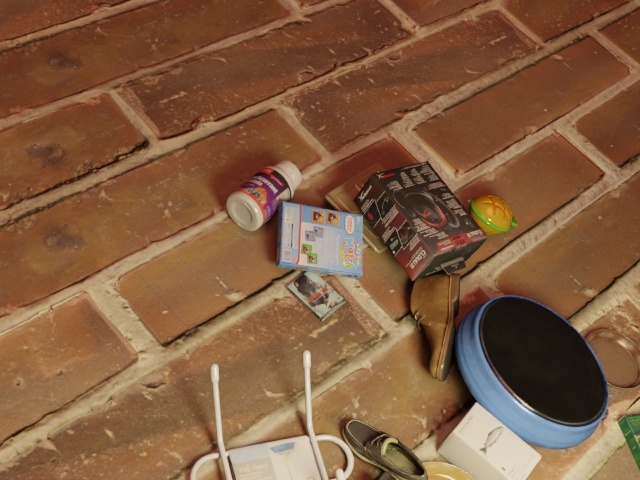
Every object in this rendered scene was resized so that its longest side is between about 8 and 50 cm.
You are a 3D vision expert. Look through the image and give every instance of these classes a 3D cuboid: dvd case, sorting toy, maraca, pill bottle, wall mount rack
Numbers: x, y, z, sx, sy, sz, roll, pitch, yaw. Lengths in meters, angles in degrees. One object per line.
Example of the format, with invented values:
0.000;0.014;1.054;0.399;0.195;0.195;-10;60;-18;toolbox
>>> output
-0.010;0.129;2.110;0.119;0.013;0.087;43;53;15;dvd case
0.179;-0.050;2.298;0.229;0.041;0.307;-32;72;-35;sorting toy
0.462;-0.070;2.366;0.127;0.099;0.185;52;30;19;maraca
-0.134;-0.117;2.198;0.108;0.108;0.193;37;51;12;pill bottle
-0.095;0.396;1.800;0.350;0.130;0.304;-5;55;-22;wall mount rack

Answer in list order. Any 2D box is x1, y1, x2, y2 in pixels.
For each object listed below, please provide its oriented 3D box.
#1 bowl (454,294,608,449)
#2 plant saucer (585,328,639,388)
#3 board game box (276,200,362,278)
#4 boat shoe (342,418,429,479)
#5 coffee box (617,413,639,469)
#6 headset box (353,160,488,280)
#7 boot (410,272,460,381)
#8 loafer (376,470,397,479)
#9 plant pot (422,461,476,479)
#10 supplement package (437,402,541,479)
0.495;0.290;2.051;0.391;0.077;0.391;19;42;-18;bowl
0.727;0.299;2.206;0.168;0.029;0.168;8;52;-11;plant saucer
0.000;0.000;2.154;0.211;0.039;0.160;9;68;-18;board game box
0.140;0.438;1.856;0.223;0.073;0.080;36;49;29;boat shoe
0.783;0.491;2.067;0.113;0.040;0.184;-2;54;-19;coffee box
0.256;-0.042;2.203;0.218;0.110;0.293;-17;63;-42;headset box
0.266;0.203;2.102;0.115;0.112;0.305;3;46;9;boot
0.105;0.561;1.748;0.078;0.080;0.220;28;62;14;loafer
0.250;0.575;1.837;0.236;0.032;0.236;9;52;-12;plant pot
0.362;0.460;1.913;0.179;0.105;0.105;39;53;14;supplement package
